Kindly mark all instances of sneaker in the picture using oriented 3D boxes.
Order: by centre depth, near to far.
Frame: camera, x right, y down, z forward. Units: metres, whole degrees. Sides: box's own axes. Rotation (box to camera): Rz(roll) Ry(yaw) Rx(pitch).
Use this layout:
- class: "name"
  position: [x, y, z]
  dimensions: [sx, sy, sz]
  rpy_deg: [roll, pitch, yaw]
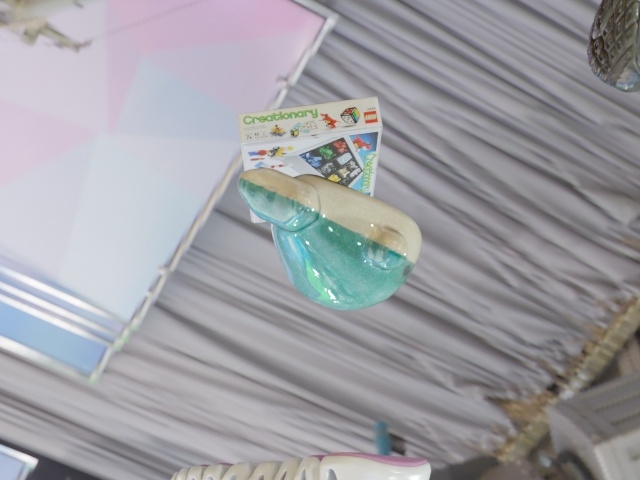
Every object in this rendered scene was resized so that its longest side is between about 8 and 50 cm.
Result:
- class: "sneaker"
  position: [-0.025, 0.203, 0.812]
  dimensions: [0.236, 0.095, 0.104]
  rpy_deg: [-15, -110, 47]
- class: "sneaker"
  position: [0.354, -0.251, 1.189]
  dimensions: [0.109, 0.130, 0.286]
  rpy_deg: [119, -5, -57]

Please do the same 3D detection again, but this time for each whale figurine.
- class: "whale figurine"
  position: [0.000, 0.000, 1.369]
  dimensions: [0.216, 0.272, 0.141]
  rpy_deg: [24, -90, 30]

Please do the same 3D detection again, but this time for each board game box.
- class: "board game box"
  position: [-0.015, -0.110, 1.726]
  dimensions: [0.305, 0.193, 0.053]
  rpy_deg: [93, -11, -70]
